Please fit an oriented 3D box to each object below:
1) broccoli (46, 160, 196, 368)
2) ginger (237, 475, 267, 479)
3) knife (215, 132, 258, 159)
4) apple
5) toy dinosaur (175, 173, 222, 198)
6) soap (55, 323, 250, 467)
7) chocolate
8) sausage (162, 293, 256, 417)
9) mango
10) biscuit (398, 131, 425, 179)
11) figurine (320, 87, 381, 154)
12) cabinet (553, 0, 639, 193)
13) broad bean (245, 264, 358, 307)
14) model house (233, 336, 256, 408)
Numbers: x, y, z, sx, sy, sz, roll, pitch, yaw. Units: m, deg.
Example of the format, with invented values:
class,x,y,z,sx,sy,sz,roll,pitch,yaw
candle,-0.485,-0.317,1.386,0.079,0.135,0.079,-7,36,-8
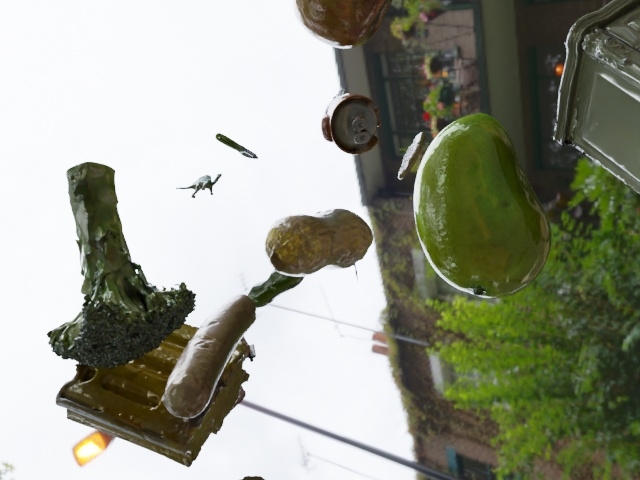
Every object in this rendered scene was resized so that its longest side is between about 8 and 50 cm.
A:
class,x,y,z,sx,sy,sz,roll,pitch,yaw
broccoli,-0.362,0.041,1.226,0.221,0.252,0.361,-3,-85,-48
ginger,-0.094,0.619,1.390,0.126,0.190,0.353,-27,-67,-23
knife,-0.200,-0.223,1.650,0.184,0.026,0.022,24,-105,-64
apple,0.047,-0.509,1.433,0.211,0.188,0.211,-58,-8,-13
toy dinosaur,-0.286,-0.131,1.631,0.029,0.120,0.060,57,-143,-44
soap,-0.313,0.276,1.329,0.259,0.281,0.143,-57,-20,-45
chocolate,0.000,0.000,1.380,0.309,0.134,0.134,-6,-78,-54
sausage,-0.147,0.148,0.945,0.301,0.066,0.065,-68,-23,-74
mango,0.231,-0.044,1.034,0.149,0.186,0.272,44,-157,-80
biscuit,0.171,-0.160,1.296,0.071,0.018,0.147,-60,1,30
figurine,0.073,-0.287,1.635,0.271,0.143,0.143,-79,-18,-67
cabinet,0.544,-0.197,0.935,0.290,0.318,0.227,-31,-36,-12
broad bean,-0.059,0.086,1.596,0.056,0.318,0.098,34,-134,-46
model house,-0.310,0.362,1.675,0.326,0.244,0.169,-20,-57,-1
